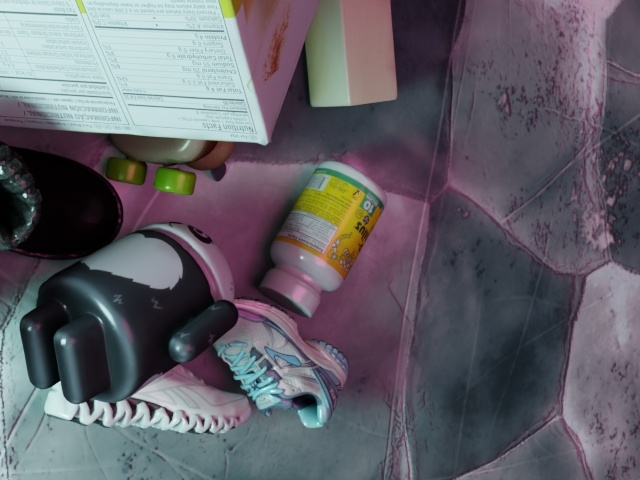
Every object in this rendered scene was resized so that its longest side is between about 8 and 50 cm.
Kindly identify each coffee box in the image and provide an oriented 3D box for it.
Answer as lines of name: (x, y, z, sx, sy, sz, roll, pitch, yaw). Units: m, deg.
coffee box: (-0.194, -0.335, 1.061, 0.334, 0.338, 0.338, 76, 24, -50)

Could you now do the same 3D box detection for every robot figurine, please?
robot figurine: (-0.228, 0.083, 1.258, 0.209, 0.173, 0.278, 49, 43, 8)

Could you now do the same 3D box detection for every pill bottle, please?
pill bottle: (0.000, 0.000, 1.496, 0.117, 0.117, 0.208, 40, 72, -32)

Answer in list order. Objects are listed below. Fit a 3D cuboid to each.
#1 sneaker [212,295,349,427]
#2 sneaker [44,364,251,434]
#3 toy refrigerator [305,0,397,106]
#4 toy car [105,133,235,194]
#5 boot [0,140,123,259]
sneaker: (-0.070, 0.173, 1.450, 0.283, 0.110, 0.122, 33, 54, -32)
sneaker: (-0.215, 0.194, 1.381, 0.292, 0.110, 0.118, 13, 79, -36)
toy refrigerator: (0.035, -0.332, 1.500, 0.102, 0.094, 0.270, -15, 104, -40)
toy car: (-0.173, -0.140, 1.378, 0.188, 0.148, 0.155, 5, 97, -64)
boot: (-0.342, -0.050, 1.161, 0.347, 0.260, 0.131, 15, 86, -35)
